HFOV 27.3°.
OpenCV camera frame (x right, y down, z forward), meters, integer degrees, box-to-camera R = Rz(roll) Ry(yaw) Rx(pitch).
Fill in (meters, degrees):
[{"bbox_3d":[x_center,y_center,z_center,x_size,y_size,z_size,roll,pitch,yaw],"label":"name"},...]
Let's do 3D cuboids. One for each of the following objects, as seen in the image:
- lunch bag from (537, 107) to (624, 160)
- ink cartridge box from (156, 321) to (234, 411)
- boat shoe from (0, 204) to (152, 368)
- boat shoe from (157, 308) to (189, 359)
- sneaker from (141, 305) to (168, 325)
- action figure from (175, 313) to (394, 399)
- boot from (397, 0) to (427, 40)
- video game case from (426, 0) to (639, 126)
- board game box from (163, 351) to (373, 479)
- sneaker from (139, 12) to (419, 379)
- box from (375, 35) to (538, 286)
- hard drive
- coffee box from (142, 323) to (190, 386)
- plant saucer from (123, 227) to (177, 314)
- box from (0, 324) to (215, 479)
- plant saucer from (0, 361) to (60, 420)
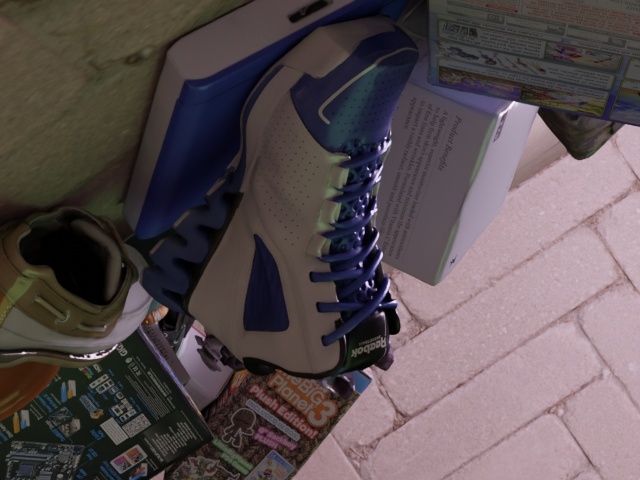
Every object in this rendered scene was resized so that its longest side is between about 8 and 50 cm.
[{"bbox_3d":[0.329,-0.240,1.374,0.287,0.169,0.235,-42,168,5],"label":"lunch bag"},{"bbox_3d":[-0.216,0.189,1.831,0.175,0.127,0.072,-41,-168,47],"label":"ink cartridge box"},{"bbox_3d":[-0.197,0.035,1.052,0.103,0.113,0.302,-35,174,17],"label":"boat shoe"},{"bbox_3d":[-0.191,0.108,1.698,0.040,0.049,0.142,-3,126,-55],"label":"boat shoe"},{"bbox_3d":[-0.213,0.087,1.483,0.083,0.032,0.037,-24,-177,-22],"label":"sneaker"},{"bbox_3d":[-0.053,0.092,1.611,0.185,0.285,0.099,-49,-153,21],"label":"action figure"},{"bbox_3d":[0.178,-0.241,1.053,0.189,0.076,0.208,-12,154,-33],"label":"boot"},{"bbox_3d":[0.209,-0.152,0.919,0.244,0.269,0.061,73,31,-74],"label":"video game case"},{"bbox_3d":[-0.076,0.224,1.857,0.291,0.141,0.232,-52,-168,11],"label":"board game box"},{"bbox_3d":[0.006,-0.005,0.982,0.127,0.182,0.315,-26,158,-50],"label":"sneaker"},{"bbox_3d":[0.111,-0.089,1.190,0.182,0.119,0.181,-43,154,-53],"label":"box"},{"bbox_3d":[-0.046,-0.112,1.040,0.210,0.040,0.319,-31,172,-21],"label":"hard drive"},{"bbox_3d":[-0.325,0.217,1.615,0.297,0.119,0.168,-30,172,-24],"label":"coffee box"},{"bbox_3d":[-0.168,0.036,1.240,0.119,0.021,0.119,-26,-144,21],"label":"plant saucer"},{"bbox_3d":[-0.291,0.202,1.388,0.293,0.073,0.295,-32,142,-5],"label":"box"},{"bbox_3d":[-0.305,0.116,1.167,0.200,0.037,0.200,-29,153,-17],"label":"plant saucer"}]
